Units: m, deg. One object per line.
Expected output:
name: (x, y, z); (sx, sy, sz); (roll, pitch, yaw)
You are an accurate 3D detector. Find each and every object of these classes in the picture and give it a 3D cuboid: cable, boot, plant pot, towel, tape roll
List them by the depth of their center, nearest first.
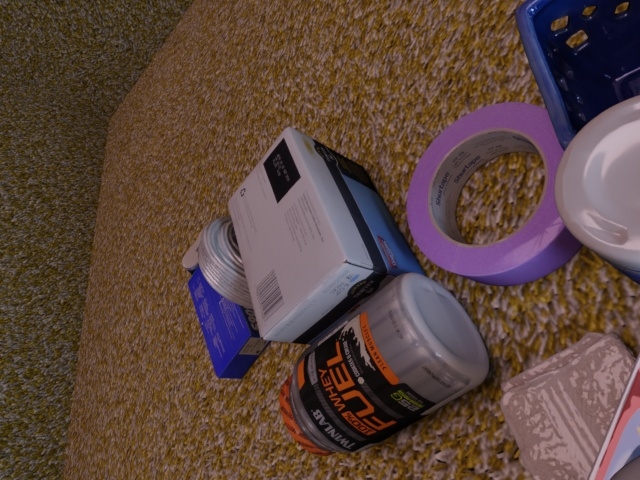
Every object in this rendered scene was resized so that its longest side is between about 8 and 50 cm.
plant pot: (0.403, -0.205, 0.508); (0.236, 0.212, 0.235); (-24, 59, 39)
towel: (0.349, 0.265, 0.515); (0.187, 0.049, 0.282); (-45, 47, 27)
tape roll: (0.274, -0.070, 0.691); (0.275, 0.090, 0.274); (-21, 61, 42)
cable: (-0.150, 0.045, 0.980); (0.089, 0.257, 0.257); (-55, 45, 26)
boot: (-0.344, 0.024, 1.342); (0.069, 0.086, 0.190); (31, 68, 17)

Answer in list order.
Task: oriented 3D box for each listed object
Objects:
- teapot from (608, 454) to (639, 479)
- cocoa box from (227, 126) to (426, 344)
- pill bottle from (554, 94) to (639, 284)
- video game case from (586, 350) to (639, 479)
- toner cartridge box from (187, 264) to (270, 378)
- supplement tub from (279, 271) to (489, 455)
teapot: (0.337, 0.252, 0.338); (0.256, 0.187, 0.252); (31, 110, 15)
cocoa box: (0.000, 0.000, 0.855); (0.231, 0.228, 0.347); (-45, 47, 27)
pill bottle: (0.360, -0.024, 0.440); (0.152, 0.272, 0.152); (-19, 63, 42)
video game case: (0.435, 0.230, 0.403); (0.285, 0.025, 0.203); (22, 84, 41)
toner cartridge box: (-0.252, 0.179, 1.179); (0.165, 0.075, 0.347); (-52, 45, 19)
supplement tub: (0.087, 0.211, 0.710); (0.316, 0.194, 0.193); (-45, 47, 28)
